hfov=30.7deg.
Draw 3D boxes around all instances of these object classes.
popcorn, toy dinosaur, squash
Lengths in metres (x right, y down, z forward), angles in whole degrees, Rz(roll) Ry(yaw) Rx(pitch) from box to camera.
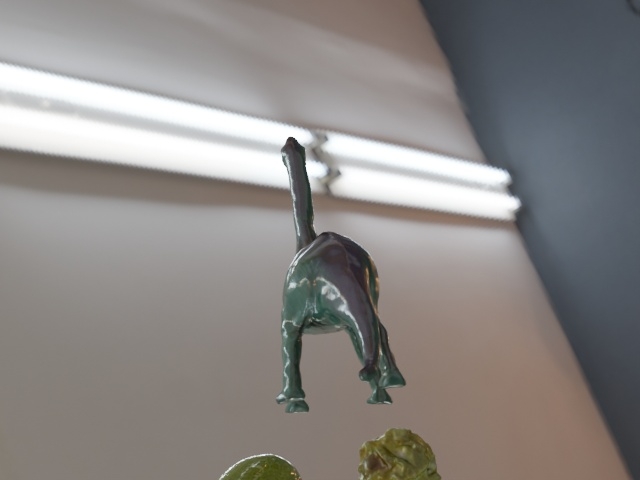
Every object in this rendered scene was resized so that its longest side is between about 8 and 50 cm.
[{"bbox_3d":[0.103,0.307,1.555,0.116,0.106,0.121,40,-121,4],"label":"popcorn"},{"bbox_3d":[0.000,0.000,1.174,0.383,0.129,0.331,118,147,-74],"label":"toy dinosaur"},{"bbox_3d":[-0.088,0.349,1.481,0.132,0.132,0.247,57,-155,-5],"label":"squash"}]
